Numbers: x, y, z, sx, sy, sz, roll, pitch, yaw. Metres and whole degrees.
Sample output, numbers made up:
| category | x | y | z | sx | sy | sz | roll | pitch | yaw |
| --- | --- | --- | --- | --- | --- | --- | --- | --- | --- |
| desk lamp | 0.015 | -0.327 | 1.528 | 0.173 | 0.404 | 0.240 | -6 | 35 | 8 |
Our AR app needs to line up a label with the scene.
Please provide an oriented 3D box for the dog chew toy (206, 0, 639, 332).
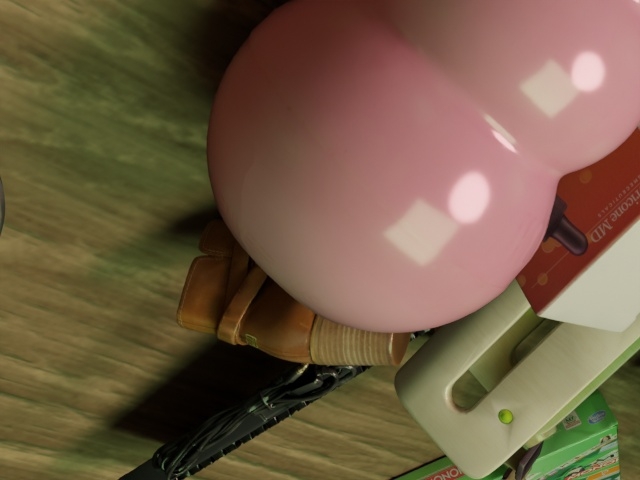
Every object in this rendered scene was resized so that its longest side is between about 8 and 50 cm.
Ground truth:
| category | x | y | z | sx | sy | sz | roll | pitch | yaw |
| --- | --- | --- | --- | --- | --- | --- | --- | --- | --- |
| dog chew toy | 0.093 | -0.103 | 0.813 | 0.332 | 0.206 | 0.206 | -44 | 142 | 13 |

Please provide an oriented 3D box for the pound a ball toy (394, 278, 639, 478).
| category | x | y | z | sx | sy | sz | roll | pitch | yaw |
| --- | --- | --- | --- | --- | --- | --- | --- | --- | --- |
| pound a ball toy | 0.191 | 0.050 | 1.152 | 0.319 | 0.136 | 0.208 | -49 | 164 | 31 |

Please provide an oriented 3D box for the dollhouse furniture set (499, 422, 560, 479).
| category | x | y | z | sx | sy | sz | roll | pitch | yaw |
| --- | --- | --- | --- | --- | --- | --- | --- | --- | --- |
| dollhouse furniture set | 0.181 | 0.162 | 1.355 | 0.114 | 0.081 | 0.091 | -50 | 160 | -23 |

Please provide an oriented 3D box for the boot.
| category | x | y | z | sx | sy | sz | roll | pitch | yaw |
| --- | --- | --- | --- | --- | --- | --- | --- | --- | --- |
| boot | 0.000 | 0.000 | 0.975 | 0.152 | 0.197 | 0.073 | 7 | 131 | 18 |

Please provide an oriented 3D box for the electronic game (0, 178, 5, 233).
| category | x | y | z | sx | sy | sz | roll | pitch | yaw |
| --- | --- | --- | --- | --- | --- | --- | --- | --- | --- |
| electronic game | -0.295 | -0.005 | 0.828 | 0.229 | 0.048 | 0.229 | -16 | 144 | -12 |

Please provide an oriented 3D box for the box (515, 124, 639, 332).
| category | x | y | z | sx | sy | sz | roll | pitch | yaw |
| --- | --- | --- | --- | --- | --- | --- | --- | --- | --- |
| box | 0.173 | -0.048 | 0.946 | 0.091 | 0.170 | 0.130 | 12 | 130 | -41 |

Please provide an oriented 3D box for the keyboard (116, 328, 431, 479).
| category | x | y | z | sx | sy | sz | roll | pitch | yaw |
| --- | --- | --- | --- | --- | --- | --- | --- | --- | --- |
| keyboard | -0.029 | 0.117 | 1.064 | 0.317 | 0.033 | 0.201 | -35 | 172 | 25 |

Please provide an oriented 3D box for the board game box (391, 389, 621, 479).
| category | x | y | z | sx | sy | sz | roll | pitch | yaw |
| --- | --- | --- | --- | --- | --- | --- | --- | --- | --- |
| board game box | 0.152 | 0.277 | 1.470 | 0.317 | 0.046 | 0.213 | -23 | 144 | -2 |
